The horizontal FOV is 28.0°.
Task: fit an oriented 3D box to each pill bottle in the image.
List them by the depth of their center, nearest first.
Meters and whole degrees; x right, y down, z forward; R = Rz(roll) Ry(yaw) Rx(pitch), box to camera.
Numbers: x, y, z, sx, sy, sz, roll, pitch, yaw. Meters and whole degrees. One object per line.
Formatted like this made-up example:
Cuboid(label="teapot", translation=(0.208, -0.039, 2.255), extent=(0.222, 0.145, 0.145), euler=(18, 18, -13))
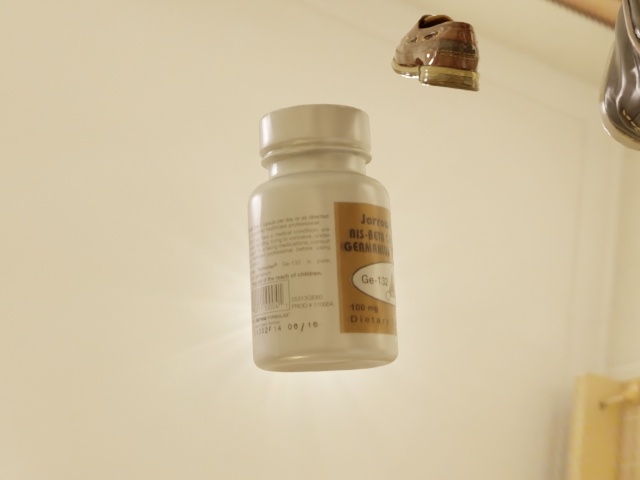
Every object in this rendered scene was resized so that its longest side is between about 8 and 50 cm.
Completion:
Cuboid(label="pill bottle", translation=(0.000, 0.000, 1.160), extent=(0.131, 0.131, 0.229), euler=(3, -102, -30))

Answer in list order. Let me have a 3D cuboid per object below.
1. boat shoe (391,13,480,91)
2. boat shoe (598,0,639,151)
Cuboid(label="boat shoe", translation=(0.106, -0.170, 1.139), extent=(0.064, 0.178, 0.060), euler=(6, -79, -10))
Cuboid(label="boat shoe", translation=(0.283, -0.230, 1.000), extent=(0.112, 0.095, 0.335), euler=(12, -112, -4))
